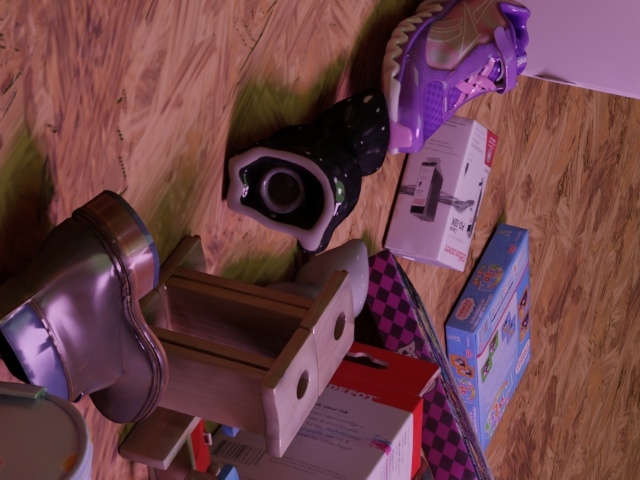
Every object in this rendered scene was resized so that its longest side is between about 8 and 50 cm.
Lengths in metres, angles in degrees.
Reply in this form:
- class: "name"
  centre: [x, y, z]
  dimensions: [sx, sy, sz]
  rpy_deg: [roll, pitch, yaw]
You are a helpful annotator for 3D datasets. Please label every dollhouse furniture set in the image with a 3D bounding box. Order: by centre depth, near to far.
- class: "dollhouse furniture set"
  centre: [-0.056, 0.114, 1.395]
  dimensions: [0.129, 0.129, 0.184]
  rpy_deg: [-55, 150, -43]

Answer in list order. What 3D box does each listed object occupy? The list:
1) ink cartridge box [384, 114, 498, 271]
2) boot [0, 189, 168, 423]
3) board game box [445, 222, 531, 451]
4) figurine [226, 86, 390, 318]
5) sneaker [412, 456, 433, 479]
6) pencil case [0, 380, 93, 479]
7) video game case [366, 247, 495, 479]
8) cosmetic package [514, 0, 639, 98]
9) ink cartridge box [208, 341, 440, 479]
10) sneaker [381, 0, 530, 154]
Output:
- class: "ink cartridge box"
  centre: [0.113, -0.045, 1.835]
  dimensions: [0.099, 0.056, 0.135]
  rpy_deg: [20, 84, -70]
- class: "boot"
  centre: [-0.158, 0.065, 1.220]
  dimensions: [0.106, 0.082, 0.219]
  rpy_deg: [-34, 150, -24]
- class: "board game box"
  centre: [0.186, 0.111, 2.156]
  dimensions: [0.211, 0.039, 0.160]
  rpy_deg: [82, 30, -45]
- class: "figurine"
  centre: [0.000, 0.000, 1.540]
  dimensions: [0.209, 0.092, 0.215]
  rpy_deg: [-42, 143, -63]
- class: "sneaker"
  centre: [0.114, 0.302, 1.964]
  dimensions: [0.098, 0.135, 0.276]
  rpy_deg: [-58, 152, -35]
- class: "pencil case"
  centre: [-0.175, 0.214, 1.176]
  dimensions: [0.124, 0.113, 0.273]
  rpy_deg: [-52, 149, -42]
- class: "video game case"
  centre: [0.104, 0.147, 1.778]
  dimensions: [0.210, 0.041, 0.232]
  rpy_deg: [58, 11, -64]
- class: "cosmetic package"
  centre: [0.278, -0.328, 1.878]
  dimensions: [0.155, 0.197, 0.366]
  rpy_deg: [-16, 120, -68]
- class: "ink cartridge box"
  centre: [-0.005, 0.173, 1.561]
  dimensions: [0.231, 0.134, 0.078]
  rpy_deg: [-49, 146, -49]
- class: "sneaker"
  centre: [0.119, -0.150, 1.683]
  dimensions: [0.236, 0.104, 0.095]
  rpy_deg: [-59, 157, -51]
